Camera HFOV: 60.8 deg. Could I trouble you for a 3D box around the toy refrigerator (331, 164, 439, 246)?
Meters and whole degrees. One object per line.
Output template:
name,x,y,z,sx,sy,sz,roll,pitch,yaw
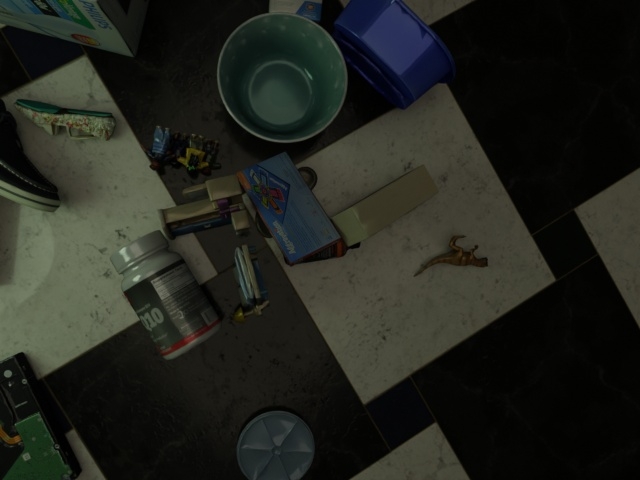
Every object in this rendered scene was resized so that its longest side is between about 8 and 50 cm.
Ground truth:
toy refrigerator,0.169,-0.087,1.379,0.270,0.102,0.094,-32,93,-32

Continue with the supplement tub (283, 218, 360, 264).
supplement tub,0.000,0.000,1.402,0.198,0.106,0.106,-8,90,-8

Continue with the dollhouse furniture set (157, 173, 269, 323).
dollhouse furniture set,-0.245,0.049,1.277,0.198,0.286,0.303,-15,80,-8

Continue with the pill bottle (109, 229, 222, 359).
pill bottle,-0.376,0.130,1.321,0.161,0.161,0.283,-31,93,-7

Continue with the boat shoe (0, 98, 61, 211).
boat shoe,-0.789,-0.259,1.261,0.500,0.187,0.156,43,90,0

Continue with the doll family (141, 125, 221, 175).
doll family,-0.349,-0.216,1.377,0.193,0.076,0.111,13,92,-3

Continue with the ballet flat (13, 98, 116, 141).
ballet flat,-0.625,-0.288,1.335,0.241,0.091,0.077,9,110,-4

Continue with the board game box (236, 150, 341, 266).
board game box,-0.081,-0.084,1.360,0.145,0.027,0.281,-26,71,-17

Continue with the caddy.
caddy,0.185,-0.495,1.369,0.341,0.241,0.179,42,89,-6

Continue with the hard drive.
hard drive,-0.762,0.472,1.313,0.237,0.064,0.338,-26,92,-7

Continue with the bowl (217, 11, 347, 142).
bowl,-0.098,-0.386,1.365,0.312,0.163,0.311,0,90,-8

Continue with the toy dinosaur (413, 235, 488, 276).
toy dinosaur,0.362,0.042,1.474,0.212,0.064,0.112,0,91,-8

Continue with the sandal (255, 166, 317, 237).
sandal,-0.087,-0.104,1.414,0.090,0.060,0.219,44,84,-5

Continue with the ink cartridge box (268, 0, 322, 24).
ink cartridge box,-0.060,-0.677,1.416,0.134,0.078,0.230,6,89,-8

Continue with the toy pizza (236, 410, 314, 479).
toy pizza,-0.116,0.540,1.418,0.201,0.032,0.201,0,90,-8

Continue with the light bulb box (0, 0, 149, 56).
light bulb box,-0.597,-0.604,1.201,0.361,0.358,0.225,13,90,-6
